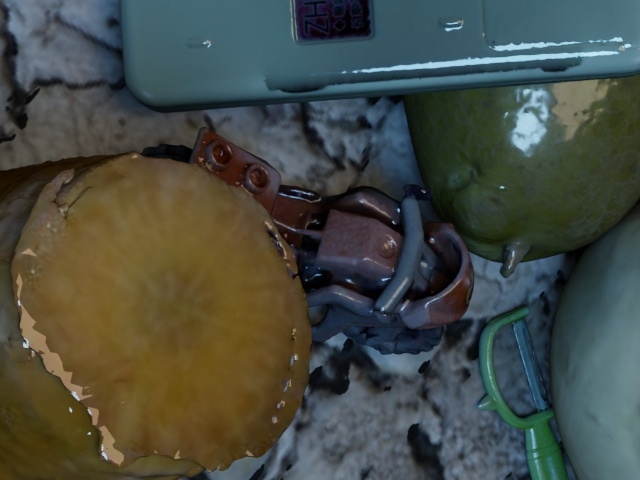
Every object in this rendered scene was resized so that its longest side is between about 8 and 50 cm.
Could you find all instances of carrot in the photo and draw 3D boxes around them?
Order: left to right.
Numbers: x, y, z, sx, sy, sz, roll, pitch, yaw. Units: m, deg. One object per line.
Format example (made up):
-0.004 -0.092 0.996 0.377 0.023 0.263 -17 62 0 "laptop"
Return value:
-0.149 0.053 0.888 0.196 0.254 0.196 6 79 -36 "carrot"

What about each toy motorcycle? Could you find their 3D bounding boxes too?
0.000 0.000 1.068 0.212 0.118 0.084 32 60 -27 "toy motorcycle"

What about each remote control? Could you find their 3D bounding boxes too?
0.040 -0.147 1.050 0.296 0.056 0.140 -4 87 5 "remote control"

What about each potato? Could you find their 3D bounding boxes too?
0.127 -0.100 1.142 0.174 0.159 0.251 5 81 11 "potato"

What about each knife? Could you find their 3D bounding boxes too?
0.134 0.149 1.204 0.054 0.015 0.212 -19 97 -32 "knife"

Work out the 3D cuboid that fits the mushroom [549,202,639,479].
0.312 0.077 1.204 0.336 0.314 0.314 -26 101 -62 "mushroom"
